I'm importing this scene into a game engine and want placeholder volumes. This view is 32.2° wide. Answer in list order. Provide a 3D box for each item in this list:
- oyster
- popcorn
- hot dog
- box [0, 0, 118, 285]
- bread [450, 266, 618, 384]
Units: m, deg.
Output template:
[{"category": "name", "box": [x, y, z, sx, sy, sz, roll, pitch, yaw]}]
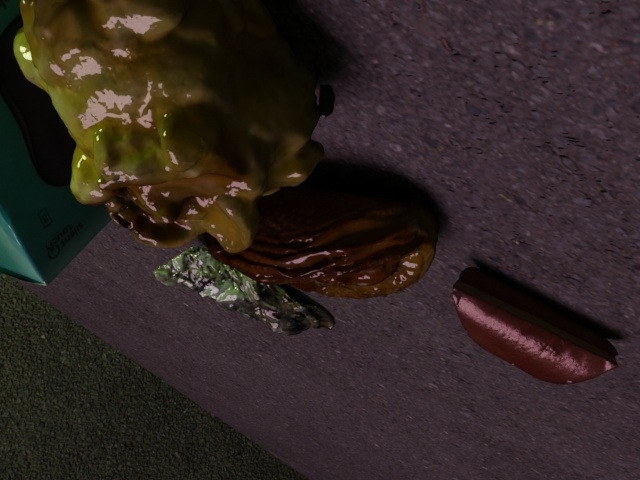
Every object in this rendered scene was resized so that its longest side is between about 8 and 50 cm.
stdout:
[{"category": "oyster", "box": [-0.100, 0.078, 1.673, 0.199, 0.087, 0.252, 17, 171, 33]}, {"category": "popcorn", "box": [-0.119, -0.126, 0.909, 0.215, 0.252, 0.286, -29, 136, 20]}, {"category": "hot dog", "box": [0.000, 0.000, 1.190, 0.272, 0.122, 0.196, 13, -179, 40]}, {"category": "box", "box": [-0.281, -0.135, 1.024, 0.118, 0.205, 0.311, 21, 144, 32]}, {"category": "bread", "box": [0.226, 0.104, 1.227, 0.192, 0.067, 0.119, 28, 162, 6]}]
